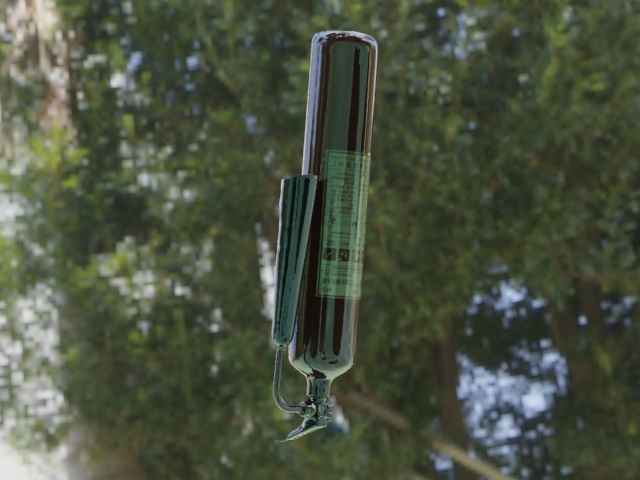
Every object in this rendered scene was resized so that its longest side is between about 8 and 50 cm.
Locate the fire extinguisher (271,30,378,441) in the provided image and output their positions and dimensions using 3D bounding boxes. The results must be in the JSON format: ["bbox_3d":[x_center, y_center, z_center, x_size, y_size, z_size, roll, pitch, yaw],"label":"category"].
[{"bbox_3d":[0.000,0.000,0.673,0.035,0.173,0.049,4,0,7],"label":"fire extinguisher"}]
